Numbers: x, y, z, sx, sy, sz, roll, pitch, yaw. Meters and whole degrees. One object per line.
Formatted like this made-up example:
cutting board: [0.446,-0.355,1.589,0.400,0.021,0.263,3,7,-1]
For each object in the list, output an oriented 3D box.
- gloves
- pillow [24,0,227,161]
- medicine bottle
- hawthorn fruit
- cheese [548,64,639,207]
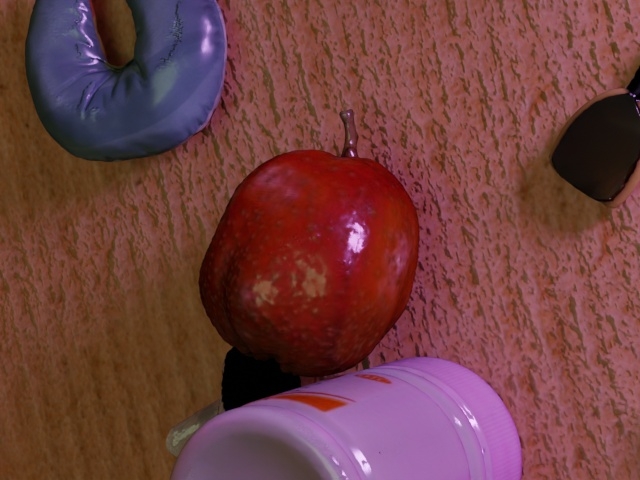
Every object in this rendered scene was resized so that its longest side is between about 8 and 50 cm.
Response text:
gloves: [-0.068,0.208,1.855,0.140,0.131,0.218,50,156,33]
pillow: [-0.199,-0.188,1.900,0.233,0.086,0.214,-16,82,29]
medicine bottle: [0.028,0.223,1.680,0.202,0.316,0.202,3,96,31]
hawthorn fruit: [0.000,0.000,1.739,0.205,0.205,0.253,20,86,27]
cheese: [0.272,-0.114,1.658,0.086,0.036,0.162,39,113,24]
